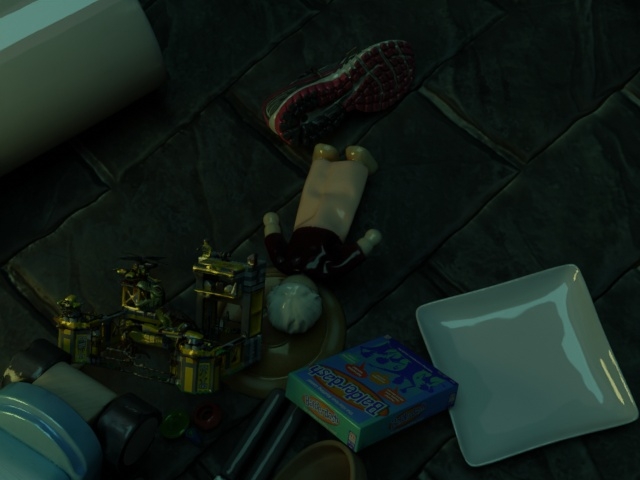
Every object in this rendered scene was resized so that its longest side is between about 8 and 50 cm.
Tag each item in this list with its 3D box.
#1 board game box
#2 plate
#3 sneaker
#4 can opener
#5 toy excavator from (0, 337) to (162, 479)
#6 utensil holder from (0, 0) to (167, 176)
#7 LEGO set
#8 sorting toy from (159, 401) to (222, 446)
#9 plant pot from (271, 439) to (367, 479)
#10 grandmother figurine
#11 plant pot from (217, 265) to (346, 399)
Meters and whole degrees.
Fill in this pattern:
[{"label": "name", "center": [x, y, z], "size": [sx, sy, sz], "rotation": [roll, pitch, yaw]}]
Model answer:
[{"label": "board game box", "center": [0.078, 0.224, 1.783], "size": [0.210, 0.047, 0.160], "rotation": [-18, 38, -39]}, {"label": "plate", "center": [0.318, 0.196, 1.860], "size": [0.278, 0.045, 0.277], "rotation": [-16, 64, -4]}, {"label": "sneaker", "center": [0.034, -0.277, 2.084], "size": [0.299, 0.120, 0.112], "rotation": [-26, 34, -17]}, {"label": "can opener", "center": [-0.117, 0.347, 1.788], "size": [0.076, 0.095, 0.283], "rotation": [28, 72, 16]}, {"label": "toy excavator", "center": [-0.465, 0.423, 1.687], "size": [0.222, 0.432, 0.445], "rotation": [30, 41, 17]}, {"label": "utensil holder", "center": [-0.501, -0.309, 2.026], "size": [0.386, 0.327, 0.327], "rotation": [-30, 65, -14]}, {"label": "LEGO set", "center": [-0.236, 0.092, 1.807], "size": [0.331, 0.255, 0.192], "rotation": [12, 104, 32]}, {"label": "sorting toy", "center": [-0.197, 0.292, 1.858], "size": [0.102, 0.042, 0.061], "rotation": [-18, 47, 8]}, {"label": "plant pot", "center": [0.003, 0.416, 1.711], "size": [0.110, 0.237, 0.237], "rotation": [38, 66, -23]}, {"label": "grandmother figurine", "center": [0.000, 0.000, 1.933], "size": [0.208, 0.104, 0.342], "rotation": [1, 54, 32]}, {"label": "plant pot", "center": [-0.076, 0.142, 1.924], "size": [0.236, 0.032, 0.236], "rotation": [-2, 64, 4]}]
